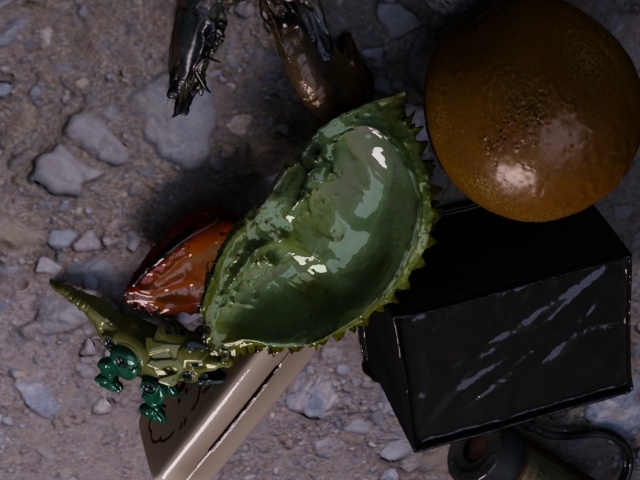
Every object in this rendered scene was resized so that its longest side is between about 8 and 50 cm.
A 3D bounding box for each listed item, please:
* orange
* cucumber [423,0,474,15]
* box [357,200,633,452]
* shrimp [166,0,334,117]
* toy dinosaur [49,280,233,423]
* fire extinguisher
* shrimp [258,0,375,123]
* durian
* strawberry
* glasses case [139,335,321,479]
[{"bbox_3d":[0.255,-0.159,1.684,0.274,0.274,0.274,-9,127,-12],"label":"orange"},{"bbox_3d":[0.131,-0.315,1.657,0.112,0.064,0.064,30,111,-33],"label":"cucumber"},{"bbox_3d":[0.231,0.096,1.896,0.345,0.204,0.251,-15,128,-8],"label":"box"},{"bbox_3d":[-0.086,-0.219,1.605,0.198,0.051,0.262,29,124,12],"label":"shrimp"},{"bbox_3d":[-0.245,0.137,1.821,0.259,0.094,0.153,26,127,0],"label":"toy dinosaur"},{"bbox_3d":[0.382,0.378,2.210,0.200,0.113,0.376,-45,126,14],"label":"fire extinguisher"},{"bbox_3d":[-0.021,-0.247,1.664,0.066,0.117,0.262,-9,121,34],"label":"shrimp"},{"bbox_3d":[0.007,0.007,1.686,0.394,0.163,0.198,-45,145,1],"label":"durian"},{"bbox_3d":[-0.153,0.023,1.789,0.140,0.085,0.192,34,103,-30],"label":"strawberry"},{"bbox_3d":[-0.119,0.181,1.881,0.076,0.144,0.336,25,113,-33],"label":"glasses case"}]
